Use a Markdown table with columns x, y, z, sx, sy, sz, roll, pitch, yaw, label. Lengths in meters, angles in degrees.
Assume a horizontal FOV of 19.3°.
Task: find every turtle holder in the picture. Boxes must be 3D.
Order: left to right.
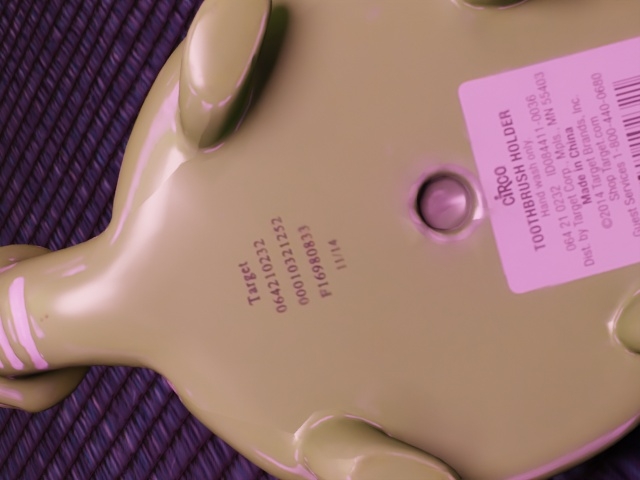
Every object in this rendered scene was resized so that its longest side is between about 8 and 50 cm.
| x | y | z | sx | sy | sz | roll | pitch | yaw | label |
| --- | --- | --- | --- | --- | --- | --- | --- | --- | --- |
| 0.017 | 0.009 | 0.808 | 0.320 | 0.243 | 0.227 | -45 | 4 | -5 | turtle holder |
